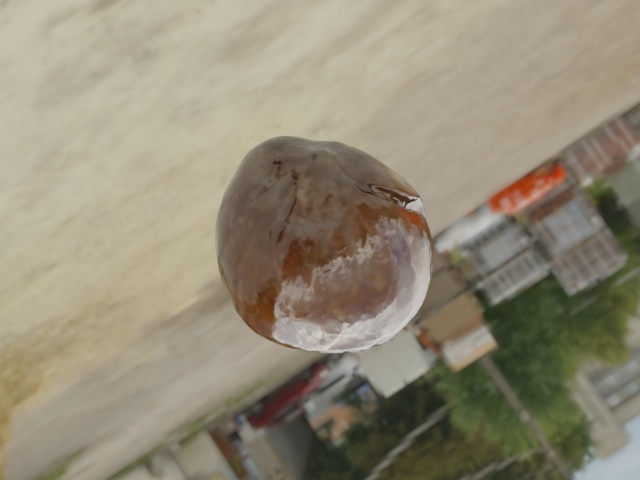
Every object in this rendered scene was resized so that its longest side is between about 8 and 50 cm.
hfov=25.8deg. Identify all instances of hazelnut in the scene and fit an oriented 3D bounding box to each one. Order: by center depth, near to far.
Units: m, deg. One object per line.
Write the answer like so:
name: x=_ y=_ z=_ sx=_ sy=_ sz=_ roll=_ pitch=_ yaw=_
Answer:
hazelnut: x=0.000 y=0.000 z=0.909 sx=0.143 sy=0.154 sz=0.143 roll=-30 pitch=141 yaw=-29
